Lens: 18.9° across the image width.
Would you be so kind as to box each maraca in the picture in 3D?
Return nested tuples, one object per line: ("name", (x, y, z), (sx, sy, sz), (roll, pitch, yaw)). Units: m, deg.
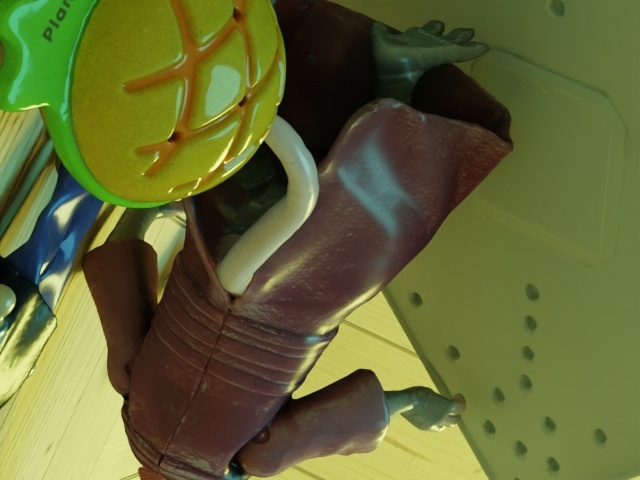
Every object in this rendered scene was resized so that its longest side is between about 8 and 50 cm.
("maraca", (-0.078, -0.081, 0.830), (0.185, 0.099, 0.127), (35, 77, -60))

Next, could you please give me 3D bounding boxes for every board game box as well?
("board game box", (0.144, -0.057, 1.125), (0.050, 0.390, 0.390), (-28, 178, -37))

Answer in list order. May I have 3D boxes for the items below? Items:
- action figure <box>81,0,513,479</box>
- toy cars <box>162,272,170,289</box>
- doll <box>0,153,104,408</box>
("action figure", (-0.030, 0.043, 1.116), (0.370, 0.248, 0.276), (-68, 172, 26))
("toy cars", (0.000, 0.000, 1.585), (0.393, 0.087, 0.176), (-34, -166, -17))
("doll", (-0.150, 0.037, 0.928), (0.129, 0.046, 0.189), (104, 11, -66))
